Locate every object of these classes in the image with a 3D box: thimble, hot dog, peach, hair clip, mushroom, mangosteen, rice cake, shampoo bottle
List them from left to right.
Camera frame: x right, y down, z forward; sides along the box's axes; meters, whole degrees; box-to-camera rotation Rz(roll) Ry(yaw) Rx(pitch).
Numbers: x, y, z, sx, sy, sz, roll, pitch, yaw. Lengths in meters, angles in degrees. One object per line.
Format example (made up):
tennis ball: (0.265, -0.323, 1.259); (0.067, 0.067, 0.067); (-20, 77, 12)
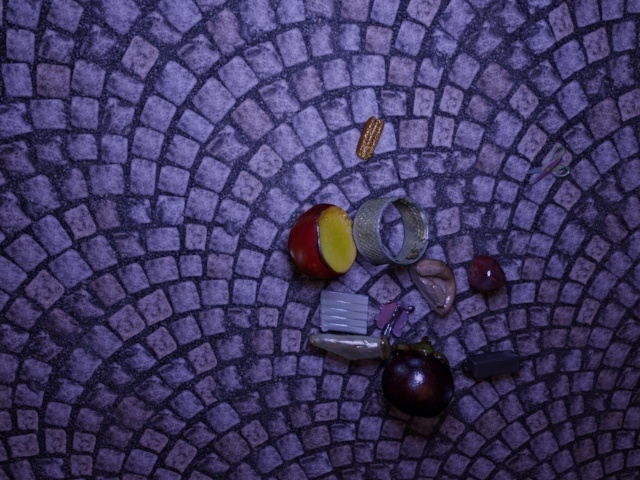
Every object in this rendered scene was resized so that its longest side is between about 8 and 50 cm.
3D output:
peach: (0.000, 0.000, 1.602); (0.245, 0.248, 0.274); (-3, 99, 15)
rice cake: (0.096, 0.293, 1.772); (0.198, 0.037, 0.189); (1, 98, -2)
mushroom: (0.122, 0.435, 1.769); (0.333, 0.087, 0.107); (0, 93, 3)
hot dog: (0.185, -0.385, 1.639); (0.071, 0.045, 0.165); (20, 98, -13)
hair clip: (0.296, 0.334, 1.817); (0.146, 0.056, 0.187); (23, 90, -11)
thimble: (0.268, -0.034, 1.621); (0.271, 0.150, 0.270); (1, 88, -33)
mangosteen: (0.396, 0.557, 1.752); (0.300, 0.300, 0.300); (-2, 103, -7)
mushroom: (0.471, 0.161, 1.753); (0.151, 0.156, 0.285); (-38, 117, -10)
peach: (0.684, 0.142, 1.768); (0.152, 0.152, 0.152); (-2, 103, -7)
shampoo bottle: (0.741, 0.541, 1.899); (0.246, 0.080, 0.079); (-7, 102, -6)

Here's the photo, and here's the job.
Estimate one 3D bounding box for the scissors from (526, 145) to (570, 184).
scissors: (0.927, -0.291, 1.769); (0.187, 0.020, 0.133); (-26, 109, -2)

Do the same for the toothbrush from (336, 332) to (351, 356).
toothbrush: (0.129, 0.376, 1.814); (0.018, 0.024, 0.257); (27, 96, -12)
